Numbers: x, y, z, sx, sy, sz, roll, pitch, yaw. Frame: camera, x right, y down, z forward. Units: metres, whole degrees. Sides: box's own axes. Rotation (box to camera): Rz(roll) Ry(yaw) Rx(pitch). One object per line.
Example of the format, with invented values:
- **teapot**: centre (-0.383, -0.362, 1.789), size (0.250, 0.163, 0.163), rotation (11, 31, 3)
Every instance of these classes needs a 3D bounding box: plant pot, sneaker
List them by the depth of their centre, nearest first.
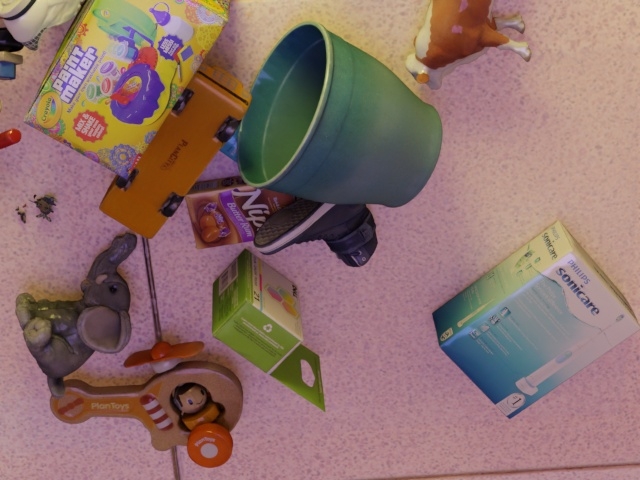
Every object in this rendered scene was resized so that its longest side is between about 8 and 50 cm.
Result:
- **sneaker**: centre (-0.391, -0.397, 1.769), size (0.235, 0.090, 0.095), rotation (-47, 134, -12)
- **plant pot**: centre (0.044, -0.173, 1.841), size (0.255, 0.271, 0.271), rotation (20, 116, -27)
- **sneaker**: centre (0.002, 0.000, 1.975), size (0.226, 0.086, 0.163), rotation (-36, 122, -23)

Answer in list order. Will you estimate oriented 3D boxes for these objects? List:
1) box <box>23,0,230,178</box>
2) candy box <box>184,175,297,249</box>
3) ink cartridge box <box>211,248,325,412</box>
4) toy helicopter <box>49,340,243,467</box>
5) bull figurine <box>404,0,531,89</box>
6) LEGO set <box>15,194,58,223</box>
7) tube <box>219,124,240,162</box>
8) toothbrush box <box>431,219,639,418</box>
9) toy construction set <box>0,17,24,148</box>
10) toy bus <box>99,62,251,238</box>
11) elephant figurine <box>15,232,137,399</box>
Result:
- **box**: centre (-0.281, -0.298, 1.741), size (0.177, 0.279, 0.290), rotation (30, 113, -16)
- **candy box**: centre (-0.132, -0.055, 2.002), size (0.187, 0.053, 0.109), rotation (-10, 117, 1)
- **ink cartridge box**: centre (-0.064, 0.157, 2.040), size (0.255, 0.189, 0.097), rotation (37, 109, -21)
- **toy helicopter**: centre (-0.319, 0.282, 2.126), size (0.355, 0.140, 0.235), rotation (0, 116, 1)
- **bull figurine**: centre (0.242, -0.371, 1.826), size (0.188, 0.101, 0.310), rotation (3, 120, -8)
- **LEGO set**: centre (-0.486, -0.059, 2.006), size (0.083, 0.023, 0.054), rotation (-2, 116, 13)
- **tube**: centre (-0.173, -0.189, 1.936), size (0.207, 0.052, 0.080), rotation (37, 104, -13)
- **toothbrush box**: centre (0.384, 0.144, 2.084), size (0.295, 0.126, 0.216), rotation (-39, 112, 17)
- **toy construction set**: centre (-0.598, -0.268, 1.804), size (0.237, 0.257, 0.309), rotation (-10, 108, 52)
- **toy bus**: centre (-0.232, -0.148, 1.868), size (0.108, 0.130, 0.332), rotation (33, 123, -12)
- **elephant figurine**: centre (-0.400, 0.130, 2.042), size (0.239, 0.169, 0.186), rotation (-21, 147, -8)
